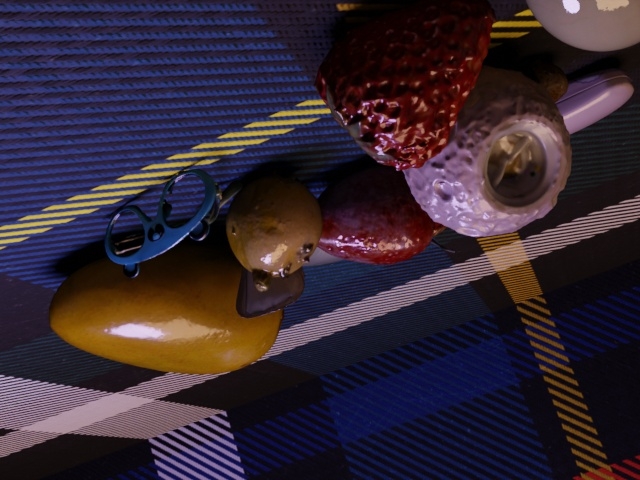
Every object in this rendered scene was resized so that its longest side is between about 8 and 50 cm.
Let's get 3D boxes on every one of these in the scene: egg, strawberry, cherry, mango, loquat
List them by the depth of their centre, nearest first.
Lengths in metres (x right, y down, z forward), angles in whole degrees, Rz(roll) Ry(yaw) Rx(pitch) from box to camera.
[{"bbox_3d":[0.317,-0.314,1.283,0.186,0.186,0.242,-25,158,23],"label":"egg"},{"bbox_3d":[0.126,-0.217,1.444,0.244,0.205,0.205,-42,160,7],"label":"strawberry"},{"bbox_3d":[-0.077,-0.014,1.851,0.149,0.204,0.172,19,156,-32],"label":"loquat"},{"bbox_3d":[0.087,-0.038,1.968,0.250,0.192,0.175,-11,127,-17],"label":"cherry"},{"bbox_3d":[-0.267,0.121,2.035,0.446,0.232,0.300,6,158,-35],"label":"mango"}]

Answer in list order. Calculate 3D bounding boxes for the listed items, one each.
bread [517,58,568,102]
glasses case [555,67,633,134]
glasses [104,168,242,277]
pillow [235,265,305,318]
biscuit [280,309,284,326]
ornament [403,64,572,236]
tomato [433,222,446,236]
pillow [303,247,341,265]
[{"bbox_3d":[0.343,-0.245,1.783,0.082,0.060,0.113,-9,163,-30],"label":"bread"},{"bbox_3d":[0.387,-0.209,1.924,0.297,0.075,0.113,-24,165,21],"label":"glasses case"},{"bbox_3d":[-0.228,-0.049,1.803,0.239,0.102,0.207,-28,-170,27],"label":"glasses"},{"bbox_3d":[-0.084,0.030,1.949,0.131,0.232,0.038,-16,139,15],"label":"pillow"},{"bbox_3d":[-0.216,0.167,2.446,0.268,0.115,0.366,-21,165,9],"label":"biscuit"},{"bbox_3d":[0.245,-0.134,1.702,0.260,0.259,0.225,-13,-159,-20],"label":"ornament"},{"bbox_3d":[0.224,-0.045,2.299,0.087,0.075,0.087,-21,164,-6],"label":"tomato"},{"bbox_3d":[0.001,0.000,2.184,0.254,0.078,0.144,-6,160,-36],"label":"pillow"}]
